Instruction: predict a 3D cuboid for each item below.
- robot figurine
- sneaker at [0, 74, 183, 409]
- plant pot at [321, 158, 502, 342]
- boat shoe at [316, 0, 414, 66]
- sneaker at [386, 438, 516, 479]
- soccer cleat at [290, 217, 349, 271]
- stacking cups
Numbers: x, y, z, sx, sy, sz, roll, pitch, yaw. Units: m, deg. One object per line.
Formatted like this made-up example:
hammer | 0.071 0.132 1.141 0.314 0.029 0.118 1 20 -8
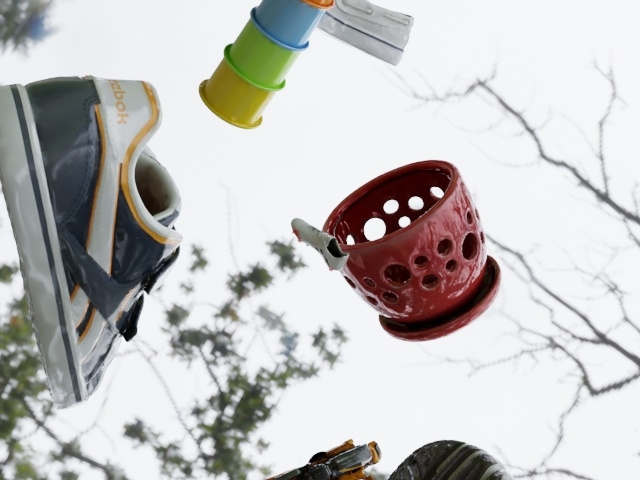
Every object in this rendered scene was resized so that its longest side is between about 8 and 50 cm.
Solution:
robot figurine | -0.051 0.333 1.370 0.291 0.211 0.085 -24 -102 -5
sneaker | -0.169 0.013 0.844 0.321 0.128 0.126 97 -27 -48
plant pot | 0.118 0.019 1.375 0.191 0.174 0.191 -23 -155 12
boat shoe | 0.023 -0.318 1.479 0.096 0.268 0.088 35 -78 55
sneaker | 0.157 0.262 0.831 0.106 0.162 0.281 -42 -156 -11
soccer cleat | 0.000 0.000 1.279 0.029 0.083 0.035 -35 167 -39
stacking cups | -0.029 -0.279 1.339 0.316 0.096 0.096 -51 -146 28
